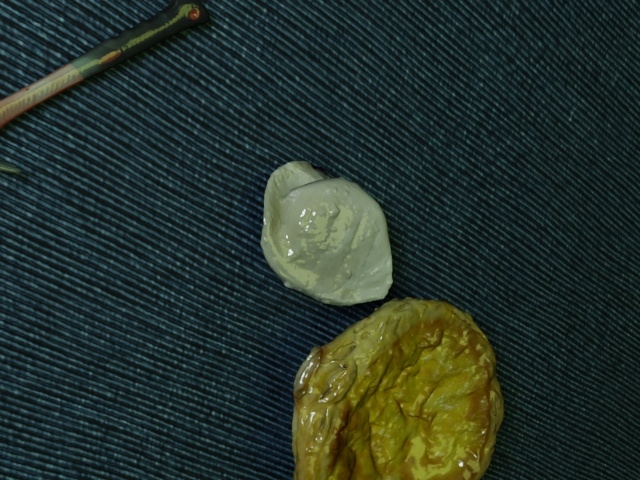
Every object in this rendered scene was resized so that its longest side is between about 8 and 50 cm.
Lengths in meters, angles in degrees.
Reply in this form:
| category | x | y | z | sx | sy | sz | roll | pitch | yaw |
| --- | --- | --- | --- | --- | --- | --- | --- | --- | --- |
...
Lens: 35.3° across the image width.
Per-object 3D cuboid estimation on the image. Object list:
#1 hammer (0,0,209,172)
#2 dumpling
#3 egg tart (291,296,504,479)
| category | x | y | z | sx | sy | sz | roll | pitch | yaw |
| --- | --- | --- | --- | --- | --- | --- | --- | --- | --- |
| hammer | -0.231 | -0.164 | 0.962 | 0.288 | 0.033 | 0.111 | -35 | 122 | -21 |
| dumpling | 0.000 | -0.001 | 1.141 | 0.150 | 0.092 | 0.176 | -36 | 122 | -24 |
| egg tart | 0.083 | 0.218 | 1.254 | 0.341 | 0.129 | 0.341 | -11 | 110 | -32 |
